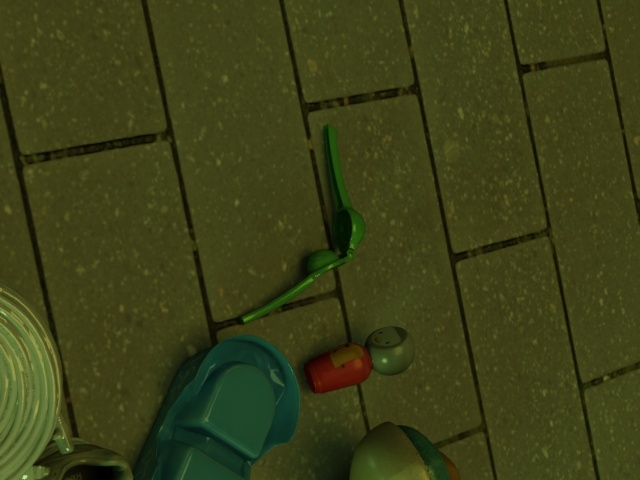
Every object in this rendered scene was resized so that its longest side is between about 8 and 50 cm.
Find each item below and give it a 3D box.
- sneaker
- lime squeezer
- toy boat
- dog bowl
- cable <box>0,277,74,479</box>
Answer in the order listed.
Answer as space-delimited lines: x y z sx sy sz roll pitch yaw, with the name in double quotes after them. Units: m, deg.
-0.320 0.292 1.668 0.262 0.121 0.099 -33 105 -38 "sneaker"
0.000 0.000 2.018 0.110 0.059 0.310 39 62 -31 "lime squeezer"
0.100 0.266 1.969 0.148 0.267 0.318 -18 71 -13 "toy boat"
-0.135 0.257 1.862 0.166 0.074 0.297 37 62 -31 "dog bowl"
-0.396 0.153 1.585 0.257 0.089 0.257 -12 98 -13 "cable"
